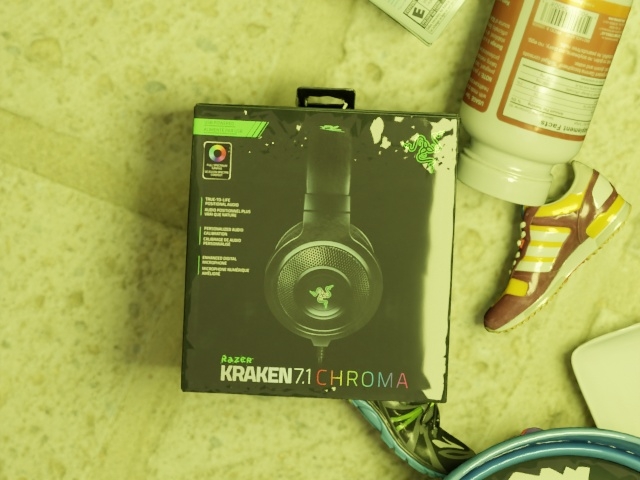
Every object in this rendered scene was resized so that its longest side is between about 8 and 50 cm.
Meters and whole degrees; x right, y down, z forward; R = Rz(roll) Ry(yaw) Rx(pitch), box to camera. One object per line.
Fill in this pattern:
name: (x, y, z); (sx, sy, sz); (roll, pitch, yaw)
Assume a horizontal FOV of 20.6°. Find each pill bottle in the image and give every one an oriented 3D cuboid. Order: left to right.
pill bottle: (0.199, -0.147, 1.631); (0.121, 0.121, 0.216); (17, 105, -6)

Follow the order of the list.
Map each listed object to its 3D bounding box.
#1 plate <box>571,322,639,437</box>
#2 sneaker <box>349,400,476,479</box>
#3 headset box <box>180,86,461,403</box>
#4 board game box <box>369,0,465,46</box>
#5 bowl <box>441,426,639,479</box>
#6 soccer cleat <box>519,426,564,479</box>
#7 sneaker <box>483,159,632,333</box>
plate: (0.418, 0.176, 1.761); (0.277, 0.045, 0.278); (-22, 104, 5)
sneaker: (0.090, 0.163, 1.737); (0.078, 0.067, 0.188); (-41, 99, 15)
headset box: (0.000, 0.000, 1.637); (0.246, 0.131, 0.283); (3, 92, -2)
board game box: (0.041, -0.355, 1.584); (0.303, 0.097, 0.224); (36, 100, -11)
bowl: (0.238, 0.371, 1.672); (0.391, 0.077, 0.391); (0, 90, -5)
soccer cleat: (0.269, 0.287, 1.760); (0.095, 0.083, 0.248); (-13, 111, 29)
sneaker: (0.211, 0.006, 1.705); (0.084, 0.069, 0.185); (44, 94, -3)
